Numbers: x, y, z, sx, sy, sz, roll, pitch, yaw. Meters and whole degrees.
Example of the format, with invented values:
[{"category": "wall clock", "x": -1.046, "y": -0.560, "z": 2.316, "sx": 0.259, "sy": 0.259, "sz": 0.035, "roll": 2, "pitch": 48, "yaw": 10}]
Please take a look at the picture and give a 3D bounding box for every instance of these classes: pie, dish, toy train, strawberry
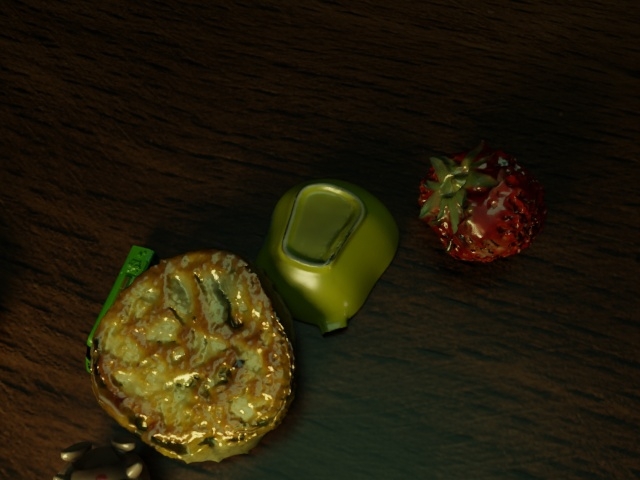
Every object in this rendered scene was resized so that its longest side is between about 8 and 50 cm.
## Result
[{"category": "pie", "x": -0.173, "y": 0.155, "z": 0.807, "sx": 0.315, "sy": 0.092, "sz": 0.315, "roll": -2, "pitch": 74, "yaw": 8}, {"category": "dish", "x": 0.000, "y": 0.000, "z": 0.879, "sx": 0.221, "sy": 0.108, "sz": 0.262, "roll": 21, "pitch": 67, "yaw": 15}, {"category": "toy train", "x": -0.319, "y": 0.108, "z": 0.884, "sx": 0.044, "sy": 0.042, "sz": 0.209, "roll": 13, "pitch": 65, "yaw": 11}, {"category": "strawberry", "x": 0.259, "y": -0.047, "z": 0.858, "sx": 0.201, "sy": 0.187, "sz": 0.184, "roll": 17, "pitch": 67, "yaw": -30}]

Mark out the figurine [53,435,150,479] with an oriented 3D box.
[{"category": "figurine", "x": -0.286, "y": 0.332, "z": 0.728, "sx": 0.125, "sy": 0.125, "sz": 0.138, "roll": -4, "pitch": 82, "yaw": 2}]
